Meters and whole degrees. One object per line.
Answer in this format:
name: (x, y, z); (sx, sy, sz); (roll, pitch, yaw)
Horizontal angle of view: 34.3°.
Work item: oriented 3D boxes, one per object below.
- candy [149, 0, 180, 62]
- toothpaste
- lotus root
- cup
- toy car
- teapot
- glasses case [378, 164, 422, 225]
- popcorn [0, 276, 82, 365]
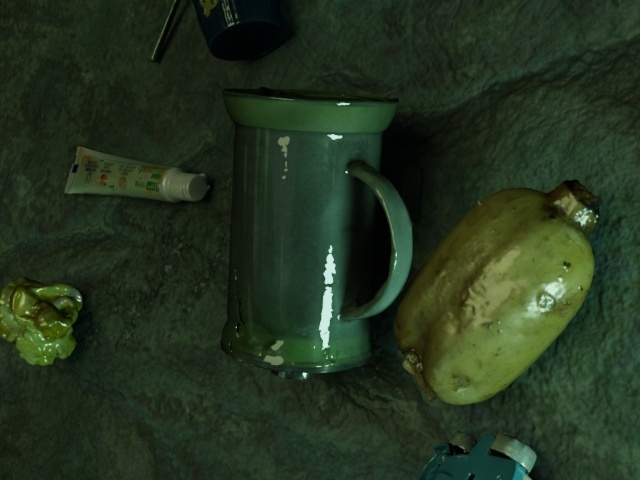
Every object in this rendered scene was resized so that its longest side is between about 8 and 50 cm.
candy: (-0.205, -0.391, 1.569); (0.077, 0.073, 0.262); (28, 105, 11)
toothpaste: (-0.289, -0.093, 1.567); (0.314, 0.058, 0.056); (11, 130, 43)
lotus root: (0.189, 0.053, 1.104); (0.160, 0.146, 0.284); (44, 105, 12)
cup: (-0.127, -0.335, 1.462); (0.176, 0.131, 0.155); (-46, 54, 57)
toy car: (0.173, 0.280, 1.111); (0.126, 0.098, 0.161); (-55, 18, -19)
teapot: (0.000, 0.000, 1.186); (0.270, 0.200, 0.337); (15, 106, 45)
glasses case: (0.040, -0.051, 1.310); (0.190, 0.042, 0.072); (-6, 68, 37)
popcorn: (-0.431, 0.119, 1.582); (0.126, 0.125, 0.145); (-57, 33, 26)
